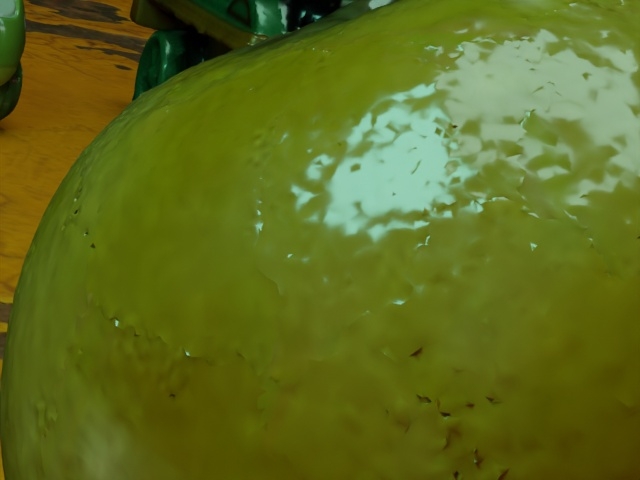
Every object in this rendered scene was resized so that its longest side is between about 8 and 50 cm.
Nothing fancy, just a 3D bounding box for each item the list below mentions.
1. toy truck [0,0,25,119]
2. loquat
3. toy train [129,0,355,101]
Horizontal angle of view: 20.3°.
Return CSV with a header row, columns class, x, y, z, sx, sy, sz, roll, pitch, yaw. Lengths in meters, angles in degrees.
class,x,y,z,sx,sy,sz,roll,pitch,yaw
toy truck,-0.303,-0.194,1.339,0.148,0.210,0.187,4,-3,-35
loquat,0.045,0.039,0.488,0.263,0.263,0.263,12,12,-3
toy train,-0.025,-0.185,1.431,0.178,0.249,0.429,8,13,-22
